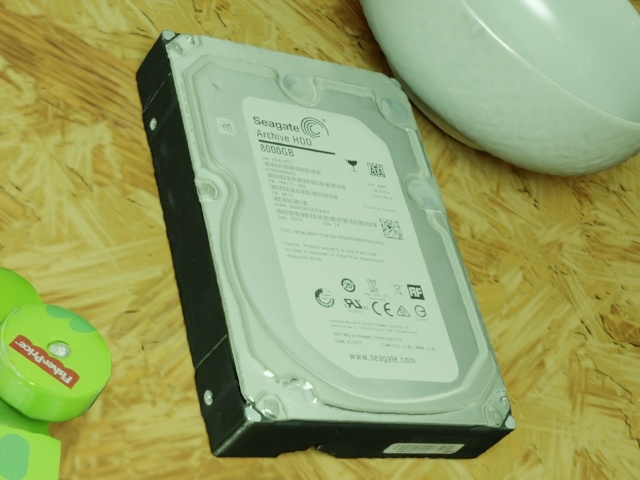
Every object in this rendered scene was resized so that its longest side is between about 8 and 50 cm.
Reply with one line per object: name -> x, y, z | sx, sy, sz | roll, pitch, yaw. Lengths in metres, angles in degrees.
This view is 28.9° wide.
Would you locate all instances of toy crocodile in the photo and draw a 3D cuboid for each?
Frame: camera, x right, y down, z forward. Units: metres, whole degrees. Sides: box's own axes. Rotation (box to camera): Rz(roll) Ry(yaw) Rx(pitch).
toy crocodile -> -0.177, 0.139, 0.645 | 0.105, 0.115, 0.341 | 18, 39, -26

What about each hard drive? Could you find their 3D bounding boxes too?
hard drive -> 0.000, 0.000, 0.948 | 0.236, 0.064, 0.339 | 8, 52, -33

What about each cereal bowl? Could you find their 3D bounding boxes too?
cereal bowl -> 0.161, -0.187, 1.143 | 0.339, 0.141, 0.339 | 29, 37, -24
